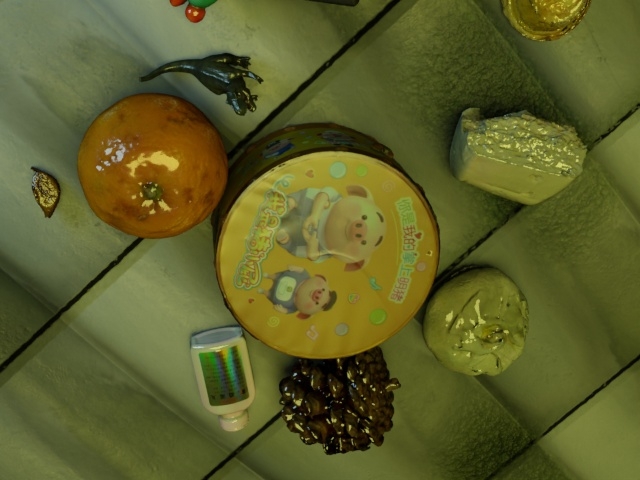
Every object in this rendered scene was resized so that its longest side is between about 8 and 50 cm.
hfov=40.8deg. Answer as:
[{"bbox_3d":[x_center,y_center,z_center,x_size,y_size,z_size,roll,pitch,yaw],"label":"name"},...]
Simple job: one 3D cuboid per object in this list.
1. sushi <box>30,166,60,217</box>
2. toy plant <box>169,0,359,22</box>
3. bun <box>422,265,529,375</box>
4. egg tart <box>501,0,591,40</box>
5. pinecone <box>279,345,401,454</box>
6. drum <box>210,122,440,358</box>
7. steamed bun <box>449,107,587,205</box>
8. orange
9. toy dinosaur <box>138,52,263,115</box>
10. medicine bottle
[{"bbox_3d":[-0.508,-0.090,1.596,0.050,0.047,0.099,-8,97,-19],"label":"sushi"},{"bbox_3d":[-0.118,-0.506,1.416,0.401,0.185,0.279,13,146,5],"label":"toy plant"},{"bbox_3d":[0.332,0.179,1.793,0.239,0.141,0.239,-4,111,-11],"label":"bun"},{"bbox_3d":[0.427,-0.460,1.588,0.191,0.074,0.191,-4,114,-10],"label":"egg tart"},{"bbox_3d":[0.042,0.326,1.757,0.244,0.243,0.257,34,116,-20],"label":"pinecone"},{"bbox_3d":[0.000,0.000,1.627,0.432,0.214,0.430,-3,114,-8],"label":"drum"},{"bbox_3d":[0.359,-0.182,1.635,0.226,0.200,0.170,16,69,-13],"label":"steamed bun"},{"bbox_3d":[-0.294,-0.129,1.515,0.261,0.261,0.261,-3,112,-8],"label":"orange"},{"bbox_3d":[-0.198,-0.288,1.509,0.179,0.187,0.087,1,113,-39],"label":"toy dinosaur"},{"bbox_3d":[-0.197,0.291,1.785,0.115,0.078,0.219,-12,114,-7],"label":"medicine bottle"}]
